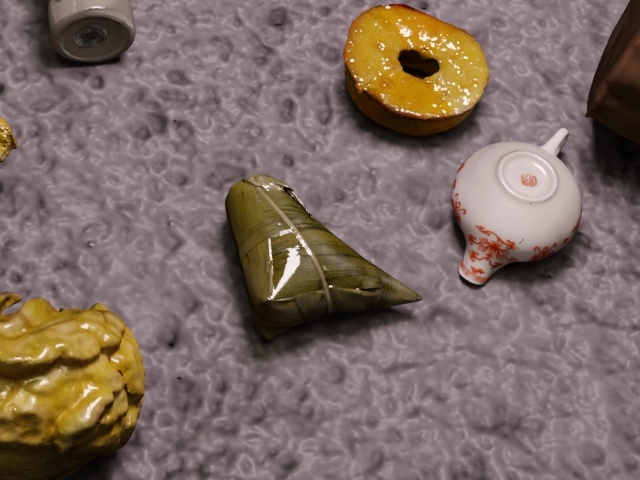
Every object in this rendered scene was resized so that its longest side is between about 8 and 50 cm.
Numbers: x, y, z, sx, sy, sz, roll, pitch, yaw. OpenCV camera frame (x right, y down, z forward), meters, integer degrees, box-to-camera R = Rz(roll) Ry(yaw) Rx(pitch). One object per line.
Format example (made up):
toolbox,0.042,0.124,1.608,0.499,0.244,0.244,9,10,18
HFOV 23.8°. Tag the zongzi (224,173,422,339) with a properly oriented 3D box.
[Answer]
zongzi,-0.001,-0.002,1.778,0.204,0.094,0.205,-8,60,-17

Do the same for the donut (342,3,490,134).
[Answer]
donut,0.116,-0.211,1.936,0.190,0.074,0.174,9,56,-7

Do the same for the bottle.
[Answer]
bottle,-0.303,-0.347,1.938,0.110,0.110,0.233,-6,60,-12

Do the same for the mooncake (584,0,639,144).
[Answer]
mooncake,0.472,-0.253,1.869,0.187,0.324,0.324,27,58,1

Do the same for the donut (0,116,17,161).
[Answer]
donut,-0.420,-0.114,1.820,0.097,0.043,0.108,14,53,0

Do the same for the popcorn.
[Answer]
popcorn,-0.302,0.156,1.561,0.250,0.250,0.190,-23,74,-20

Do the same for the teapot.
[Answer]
teapot,0.246,-0.058,1.849,0.159,0.116,0.245,30,53,23
